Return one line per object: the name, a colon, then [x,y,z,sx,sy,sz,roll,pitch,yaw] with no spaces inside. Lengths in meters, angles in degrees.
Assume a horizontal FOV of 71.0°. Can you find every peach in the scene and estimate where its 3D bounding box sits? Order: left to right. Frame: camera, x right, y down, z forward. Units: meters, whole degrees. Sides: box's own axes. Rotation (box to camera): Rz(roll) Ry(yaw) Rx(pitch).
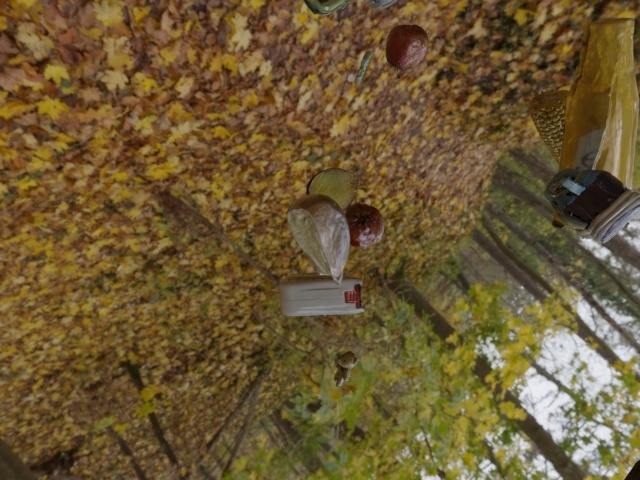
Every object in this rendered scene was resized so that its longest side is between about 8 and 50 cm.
peach: [0.043,-0.191,1.786,0.279,0.189,0.068,-32,-171,-28]

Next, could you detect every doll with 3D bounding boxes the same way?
doll: [0.064,0.330,1.152,0.051,0.061,0.093,-3,115,-20]

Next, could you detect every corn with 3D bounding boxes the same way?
corn: [0.706,-0.248,1.216,0.143,0.387,0.144,-35,-156,18]

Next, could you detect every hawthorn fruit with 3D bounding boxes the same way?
hawthorn fruit: [0.136,-0.036,1.445,0.148,0.148,0.172,-43,159,-12]
hawthorn fruit: [0.315,-0.705,1.681,0.157,0.157,0.194,-30,147,-42]

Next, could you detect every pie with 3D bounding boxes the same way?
pie: [0.108,-0.429,1.114,0.084,0.019,0.085,24,90,-89]

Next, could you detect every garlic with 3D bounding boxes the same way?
garlic: [0.002,-0.015,0.816,0.102,0.086,0.196,-64,144,-39]

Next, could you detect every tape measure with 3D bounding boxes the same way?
tape measure: [0.003,0.173,1.456,0.257,0.130,0.265,-5,-178,0]

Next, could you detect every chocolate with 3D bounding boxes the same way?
chocolate: [0.602,-0.242,0.990,0.162,0.162,0.446,-29,119,-43]

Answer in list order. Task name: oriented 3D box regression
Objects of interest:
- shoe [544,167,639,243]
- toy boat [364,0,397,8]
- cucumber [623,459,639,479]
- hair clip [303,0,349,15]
shoe: [0.373,-0.060,0.627,0.092,0.106,0.207,-51,162,20]
toy boat: [0.220,-0.819,1.395,0.269,0.141,0.140,-14,-174,40]
cucumber: [0.613,0.416,0.821,0.187,0.058,0.058,-49,162,-2]
hair clip: [-0.058,-0.719,1.166,0.138,0.321,0.091,-39,-172,-22]
